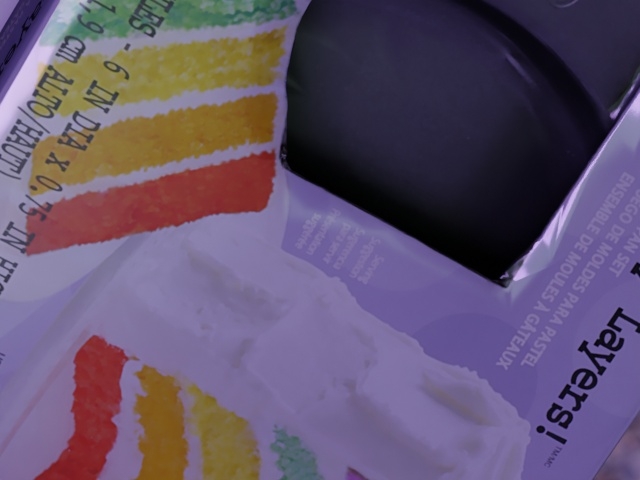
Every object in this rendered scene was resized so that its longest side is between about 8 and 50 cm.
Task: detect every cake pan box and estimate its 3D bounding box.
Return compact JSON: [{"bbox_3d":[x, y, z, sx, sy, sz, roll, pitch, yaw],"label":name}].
[{"bbox_3d":[0.000,0.000,0.648,0.246,0.070,0.267,29,102,-20],"label":"cake pan box"}]

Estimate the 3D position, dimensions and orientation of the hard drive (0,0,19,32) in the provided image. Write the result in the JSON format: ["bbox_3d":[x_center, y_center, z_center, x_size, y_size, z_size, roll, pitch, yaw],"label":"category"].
[{"bbox_3d":[-0.207,0.005,0.691,0.203,0.040,0.307,5,113,-21],"label":"hard drive"}]
